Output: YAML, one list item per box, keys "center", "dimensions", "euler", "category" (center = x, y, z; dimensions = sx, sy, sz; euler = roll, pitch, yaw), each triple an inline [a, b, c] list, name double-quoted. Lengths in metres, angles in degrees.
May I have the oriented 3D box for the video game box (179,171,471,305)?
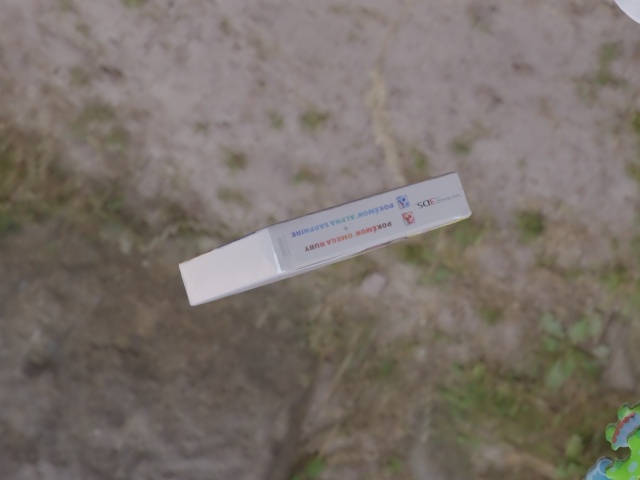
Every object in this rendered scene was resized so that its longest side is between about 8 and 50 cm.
- center: [0.000, 0.000, 1.490]
  dimensions: [0.205, 0.187, 0.048]
  euler: [-20, 85, 63]
  category: "video game box"

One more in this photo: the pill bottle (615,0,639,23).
- center: [0.436, -0.289, 1.790]
  dimensions: [0.210, 0.363, 0.210]
  euler: [3, 95, 33]
  category: "pill bottle"

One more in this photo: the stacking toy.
- center: [0.167, 0.196, 1.100]
  dimensions: [0.052, 0.221, 0.167]
  euler: [34, -175, 6]
  category: "stacking toy"
